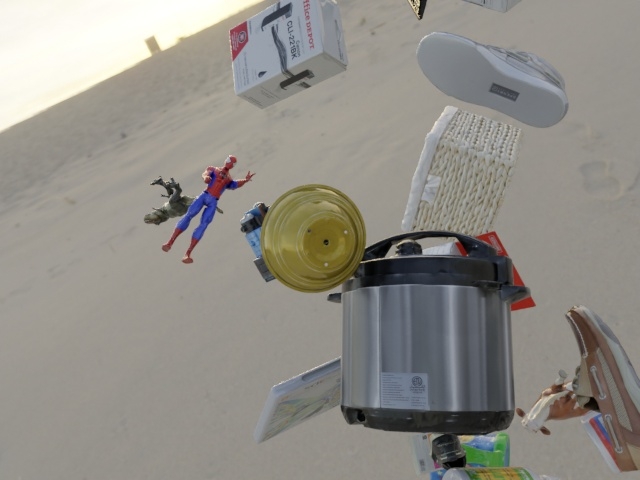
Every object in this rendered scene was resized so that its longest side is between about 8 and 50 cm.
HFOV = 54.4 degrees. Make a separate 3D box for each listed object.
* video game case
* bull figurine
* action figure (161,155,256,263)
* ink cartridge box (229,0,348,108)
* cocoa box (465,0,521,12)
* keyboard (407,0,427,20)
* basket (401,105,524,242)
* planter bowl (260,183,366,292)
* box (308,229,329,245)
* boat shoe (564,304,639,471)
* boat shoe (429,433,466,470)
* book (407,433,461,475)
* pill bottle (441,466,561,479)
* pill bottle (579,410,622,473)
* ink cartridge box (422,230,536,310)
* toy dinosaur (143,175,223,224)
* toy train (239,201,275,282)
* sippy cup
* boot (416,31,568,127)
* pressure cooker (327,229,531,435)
[{"bbox_3d":[-0.016,0.402,1.620,0.300,0.036,0.329,-19,-29,-27],"label":"video game case"},{"bbox_3d":[0.673,0.422,1.666,0.311,0.188,0.101,-8,48,-25],"label":"bull figurine"},{"bbox_3d":[-0.250,-0.090,1.426,0.139,0.091,0.280,-20,41,58],"label":"action figure"},{"bbox_3d":[-0.083,-0.478,1.552,0.273,0.196,0.114,-17,-19,30],"label":"ink cartridge box"},{"bbox_3d":[0.420,-0.706,1.385,0.228,0.231,0.347,32,59,33],"label":"cocoa box"},{"bbox_3d":[0.174,-0.541,1.272,0.038,0.100,0.192,-6,50,-13],"label":"keyboard"},{"bbox_3d":[0.439,-0.194,1.915,0.267,0.328,0.331,19,33,11],"label":"basket"},{"bbox_3d":[0.000,0.000,1.187,0.217,0.217,0.090,-29,11,-12],"label":"planter bowl"},{"bbox_3d":[-0.021,0.006,1.361,0.083,0.052,0.062,-14,41,-6],"label":"box"},{"bbox_3d":[0.505,0.254,1.109,0.116,0.123,0.324,-30,41,16],"label":"boat shoe"},{"bbox_3d":[0.309,0.519,1.485,0.084,0.233,0.079,-25,54,0],"label":"boat shoe"},{"bbox_3d":[0.302,0.545,1.615,0.144,0.096,0.035,-1,-21,-28],"label":"book"},{"bbox_3d":[0.392,0.551,1.319,0.246,0.136,0.136,5,9,-15],"label":"pill bottle"},{"bbox_3d":[0.633,0.348,1.205,0.222,0.124,0.124,-33,14,12],"label":"pill bottle"},{"bbox_3d":[0.413,0.122,1.684,0.239,0.275,0.060,-18,27,37],"label":"ink cartridge box"},{"bbox_3d":[-0.356,-0.102,1.534,0.268,0.118,0.064,-7,36,39],"label":"toy dinosaur"},{"bbox_3d":[-0.117,0.002,1.435,0.080,0.184,0.105,-23,7,45],"label":"toy train"},{"bbox_3d":[0.461,0.700,1.927,0.224,0.305,0.240,2,25,21],"label":"sippy cup"},{"bbox_3d":[0.285,-0.278,1.030,0.095,0.258,0.123,-61,1,39],"label":"boot"},{"bbox_3d":[0.227,0.184,1.326,0.370,0.420,0.375,3,-12,-16],"label":"pressure cooker"}]
